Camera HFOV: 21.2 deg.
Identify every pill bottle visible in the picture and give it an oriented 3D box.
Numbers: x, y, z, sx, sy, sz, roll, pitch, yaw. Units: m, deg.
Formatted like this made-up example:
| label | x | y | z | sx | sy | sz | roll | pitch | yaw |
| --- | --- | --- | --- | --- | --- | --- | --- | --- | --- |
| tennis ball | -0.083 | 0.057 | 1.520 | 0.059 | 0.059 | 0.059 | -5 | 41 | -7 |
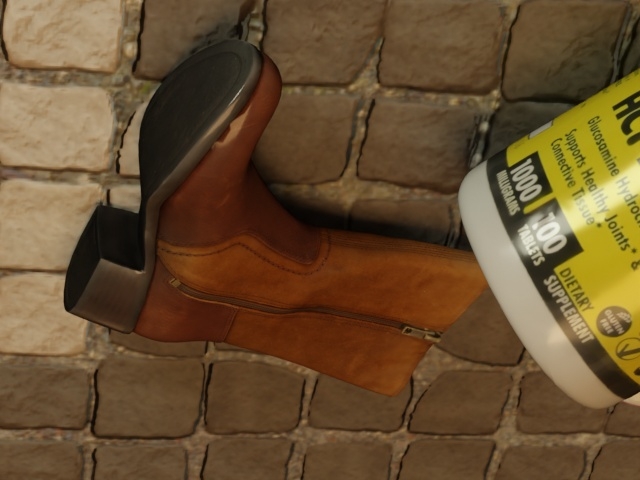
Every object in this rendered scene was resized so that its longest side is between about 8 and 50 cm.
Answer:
| label | x | y | z | sx | sy | sz | roll | pitch | yaw |
| --- | --- | --- | --- | --- | --- | --- | --- | --- | --- |
| pill bottle | 0.273 | -0.044 | 1.115 | 0.334 | 0.188 | 0.188 | -32 | 128 | 16 |

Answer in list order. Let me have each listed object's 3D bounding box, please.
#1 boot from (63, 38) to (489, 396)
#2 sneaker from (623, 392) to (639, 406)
| label | x | y | z | sx | sy | sz | roll | pitch | yaw |
| --- | --- | --- | --- | --- | --- | --- | --- | --- | --- |
| boot | 0.000 | 0.000 | 1.168 | 0.280 | 0.096 | 0.264 | 16 | 125 | -23 |
| sneaker | 0.325 | 0.069 | 1.289 | 0.236 | 0.095 | 0.105 | 4 | 122 | -12 |
